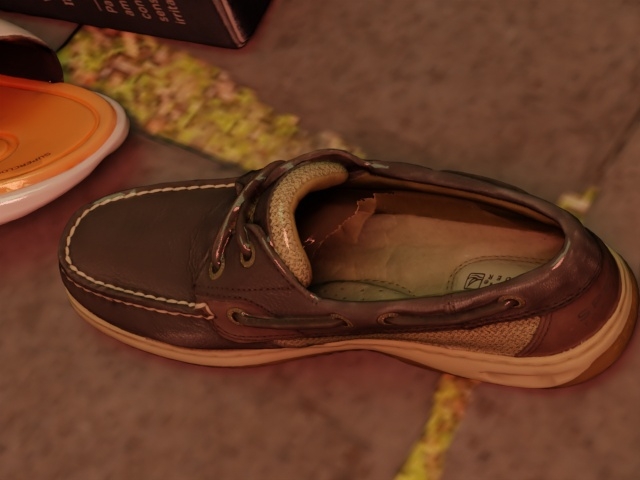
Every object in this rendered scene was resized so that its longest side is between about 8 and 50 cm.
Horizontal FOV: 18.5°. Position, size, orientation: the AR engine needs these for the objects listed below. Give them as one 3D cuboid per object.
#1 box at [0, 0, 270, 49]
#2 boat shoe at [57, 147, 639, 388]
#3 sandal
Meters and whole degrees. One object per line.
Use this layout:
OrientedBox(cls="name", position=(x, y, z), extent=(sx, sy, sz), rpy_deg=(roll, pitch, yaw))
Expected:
OrientedBox(cls="box", position=(-0.171, -0.285, 0.882), extent=(0.395, 0.212, 0.294), rpy_deg=(13, 62, 27))
OrientedBox(cls="boat shoe", position=(0.000, 0.001, 0.700), extent=(0.223, 0.073, 0.080), rpy_deg=(6, 59, 24))
OrientedBox(cls="sandal", position=(-0.204, -0.073, 0.815), extent=(0.265, 0.076, 0.102), rpy_deg=(15, 43, 29))
